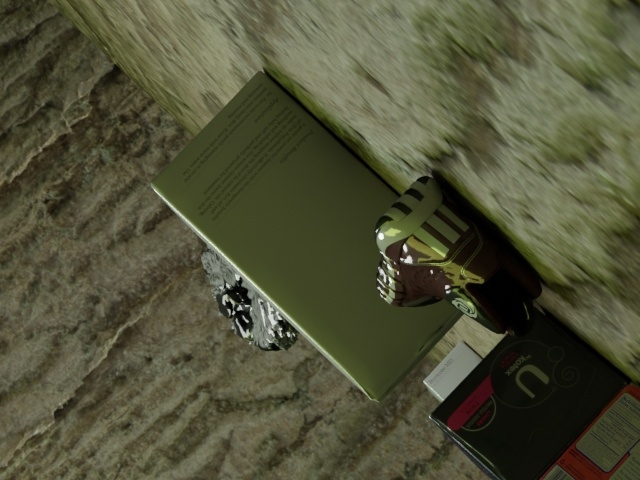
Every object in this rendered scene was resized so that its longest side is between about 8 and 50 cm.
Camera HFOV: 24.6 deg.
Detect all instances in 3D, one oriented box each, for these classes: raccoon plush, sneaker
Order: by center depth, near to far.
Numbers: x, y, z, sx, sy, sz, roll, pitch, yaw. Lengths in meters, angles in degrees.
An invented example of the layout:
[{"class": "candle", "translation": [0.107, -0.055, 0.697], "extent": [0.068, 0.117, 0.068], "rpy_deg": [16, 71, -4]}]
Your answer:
[{"class": "sneaker", "translation": [0.142, 0.049, 1.451], "extent": [0.162, 0.106, 0.281], "rpy_deg": [40, 175, 17]}, {"class": "raccoon plush", "translation": [0.021, -0.004, 2.222], "extent": [0.216, 0.299, 0.446], "rpy_deg": [58, 148, 14]}]

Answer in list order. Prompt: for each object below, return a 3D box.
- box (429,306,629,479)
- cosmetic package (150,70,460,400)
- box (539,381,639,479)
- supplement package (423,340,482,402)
[{"class": "box", "translation": [0.257, 0.216, 1.589], "extent": [0.143, 0.165, 0.270], "rpy_deg": [41, 175, 35]}, {"class": "cosmetic package", "translation": [0.000, 0.000, 1.736], "extent": [0.365, 0.197, 0.155], "rpy_deg": [45, 177, 8]}, {"class": "box", "translation": [0.364, 0.288, 1.368], "extent": [0.300, 0.154, 0.142], "rpy_deg": [38, 174, 46]}, {"class": "supplement package", "translation": [0.284, 0.281, 2.597], "extent": [0.179, 0.105, 0.105], "rpy_deg": [42, 177, 19]}]
